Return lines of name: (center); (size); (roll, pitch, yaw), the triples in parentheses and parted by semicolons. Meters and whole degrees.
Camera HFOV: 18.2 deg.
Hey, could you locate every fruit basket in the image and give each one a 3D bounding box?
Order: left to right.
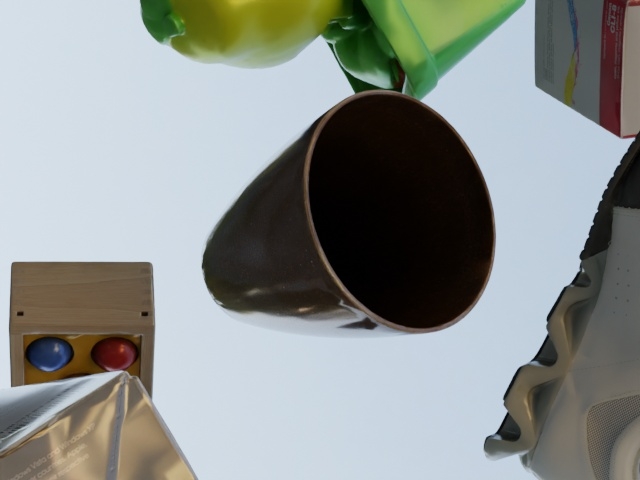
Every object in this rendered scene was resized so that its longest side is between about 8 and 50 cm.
fruit basket: (-0.021, -0.276, 2.039); (0.283, 0.392, 0.392); (144, -31, -80)

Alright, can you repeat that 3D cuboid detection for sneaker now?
sneaker: (0.234, 0.031, 1.244); (0.146, 0.122, 0.330); (31, -65, 22)

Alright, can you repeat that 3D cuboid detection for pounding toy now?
pounding toy: (-0.176, 0.100, 1.560); (0.100, 0.130, 0.141); (-97, -170, -47)

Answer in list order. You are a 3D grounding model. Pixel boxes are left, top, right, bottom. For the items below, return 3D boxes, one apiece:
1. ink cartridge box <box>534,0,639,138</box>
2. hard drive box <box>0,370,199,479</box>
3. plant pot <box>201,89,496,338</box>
ink cartridge box: (0.282, -0.180, 1.772); (0.176, 0.128, 0.127); (-137, -138, -61)
hard drive box: (-0.154, 0.135, 0.751); (0.181, 0.089, 0.232); (-32, -173, -21)
plant pot: (0.000, 0.000, 1.787); (0.230, 0.215, 0.215); (-20, -128, 48)
